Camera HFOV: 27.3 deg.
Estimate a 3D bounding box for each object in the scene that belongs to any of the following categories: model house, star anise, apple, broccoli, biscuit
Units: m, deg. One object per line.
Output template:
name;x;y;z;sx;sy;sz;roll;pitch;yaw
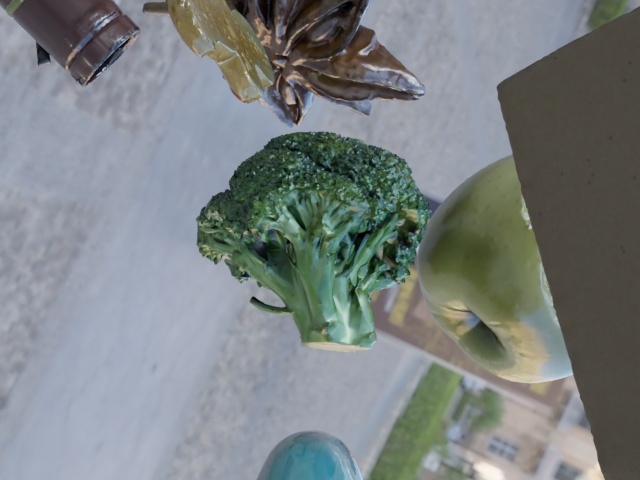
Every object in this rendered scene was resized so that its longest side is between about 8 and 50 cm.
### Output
model house;0.206;-0.005;0.494;0.176;0.181;0.248;-21;170;32
star anise;-0.043;-0.251;1.590;0.349;0.292;0.109;-11;-146;48
apple;0.252;0.034;1.575;0.279;0.279;0.279;-62;171;-17
broccoli;0.000;0.000;1.427;0.269;0.261;0.242;152;-63;-67
biscuit;-0.099;-0.199;1.233;0.030;0.153;0.234;-25;165;12

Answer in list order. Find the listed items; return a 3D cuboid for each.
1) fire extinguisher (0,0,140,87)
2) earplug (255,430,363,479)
fire extinguisher;-0.361;-0.318;1.480;0.141;0.341;0.105;-42;-174;32
earplug;-0.012;0.348;1.283;0.185;0.185;0.324;76;17;-77
